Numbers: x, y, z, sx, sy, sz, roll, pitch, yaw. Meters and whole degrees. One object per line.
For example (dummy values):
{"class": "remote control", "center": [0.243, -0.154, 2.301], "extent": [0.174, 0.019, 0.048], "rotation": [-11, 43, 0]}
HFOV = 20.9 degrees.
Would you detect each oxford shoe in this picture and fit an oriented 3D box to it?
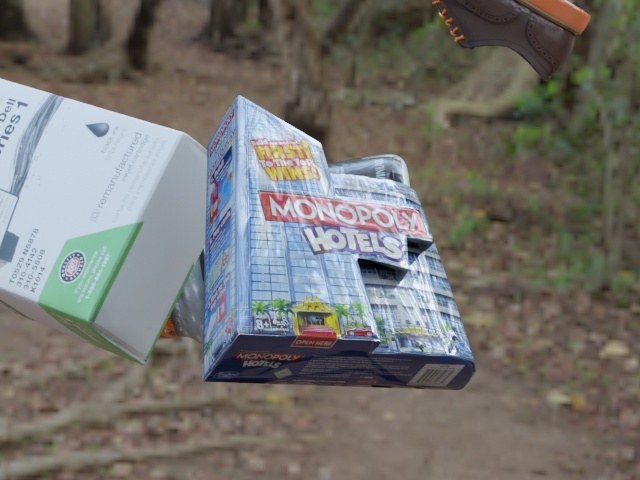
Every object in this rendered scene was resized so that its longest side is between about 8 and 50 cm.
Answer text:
{"class": "oxford shoe", "center": [0.159, -0.267, 1.926], "extent": [0.271, 0.098, 0.097], "rotation": [26, 9, -1]}

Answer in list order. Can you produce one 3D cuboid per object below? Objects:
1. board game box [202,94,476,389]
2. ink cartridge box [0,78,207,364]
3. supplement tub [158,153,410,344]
{"class": "board game box", "center": [0.000, 0.000, 1.143], "extent": [0.194, 0.060, 0.194], "rotation": [4, 53, -30]}
{"class": "ink cartridge box", "center": [-0.199, -0.021, 1.316], "extent": [0.219, 0.160, 0.092], "rotation": [17, -14, 32]}
{"class": "supplement tub", "center": [-0.045, 0.016, 1.984], "extent": [0.316, 0.193, 0.193], "rotation": [-8, 10, 4]}
